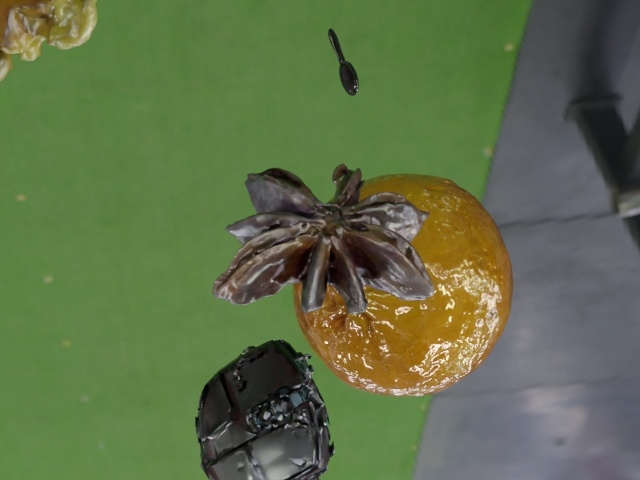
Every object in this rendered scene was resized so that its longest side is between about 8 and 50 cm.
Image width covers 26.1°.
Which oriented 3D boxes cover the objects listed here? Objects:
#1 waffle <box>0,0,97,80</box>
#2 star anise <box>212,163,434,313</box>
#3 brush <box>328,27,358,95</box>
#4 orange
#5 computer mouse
[{"bbox_3d":[-0.297,-0.294,1.312,0.302,0.325,0.068,-39,145,15],"label":"waffle"},{"bbox_3d":[0.000,0.000,1.389,0.236,0.229,0.093,-29,147,-24],"label":"star anise"},{"bbox_3d":[0.023,-0.186,1.434,0.008,0.083,0.024,0,150,-37],"label":"brush"},{"bbox_3d":[0.113,0.068,2.039,0.341,0.340,0.293,-30,169,34],"label":"orange"},{"bbox_3d":[-0.055,0.163,1.161,0.078,0.146,0.241,-21,166,-28],"label":"computer mouse"}]
